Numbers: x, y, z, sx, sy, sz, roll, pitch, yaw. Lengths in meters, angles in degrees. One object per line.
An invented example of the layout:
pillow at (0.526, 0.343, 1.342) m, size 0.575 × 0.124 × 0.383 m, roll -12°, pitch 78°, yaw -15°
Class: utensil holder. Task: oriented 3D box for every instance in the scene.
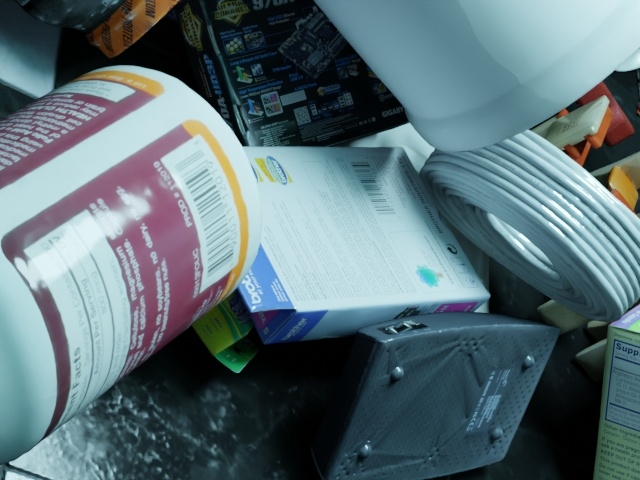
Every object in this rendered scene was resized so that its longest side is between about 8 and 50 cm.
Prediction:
utensil holder at (0.105, -0.330, 1.589) m, size 0.385 × 0.327 × 0.327 m, roll 47°, pitch 41°, yaw -20°

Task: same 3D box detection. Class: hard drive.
hard drive at (0.106, 0.143, 1.630) m, size 0.255 × 0.172 × 0.054 m, roll -1°, pitch 29°, yaw -45°

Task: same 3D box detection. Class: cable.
cable at (0.216, -0.023, 1.711) m, size 0.257 × 0.257 × 0.089 m, roll 42°, pitch 82°, yaw -16°

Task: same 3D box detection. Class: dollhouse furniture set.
dollhouse furniture set at (0.328, -0.021, 1.947) m, size 0.259 × 0.135 × 0.262 m, roll 50°, pitch 40°, yaw -18°

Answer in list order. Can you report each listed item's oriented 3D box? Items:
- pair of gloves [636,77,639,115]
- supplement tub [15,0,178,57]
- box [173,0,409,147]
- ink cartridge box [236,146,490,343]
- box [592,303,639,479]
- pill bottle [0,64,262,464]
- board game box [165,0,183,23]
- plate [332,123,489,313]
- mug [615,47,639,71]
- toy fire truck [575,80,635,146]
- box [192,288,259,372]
pair of gloves at (0.441, -0.174, 2.272) m, size 0.074 × 0.010 × 0.083 m, roll 34°, pitch 44°, yaw -24°
supplement tub at (-0.251, -0.336, 1.541) m, size 0.338 × 0.207 × 0.207 m, roll 44°, pitch 42°, yaw -15°
box at (-0.019, -0.173, 1.707) m, size 0.220 × 0.051 × 0.175 m, roll -19°, pitch 92°, yaw -35°
ink cartridge box at (0.000, 0.000, 1.599) m, size 0.311 × 0.065 × 0.186 m, roll -1°, pitch 54°, yaw -47°
box at (0.387, 0.178, 1.817) m, size 0.213 × 0.117 × 0.243 m, roll -26°, pitch 125°, yaw -49°
pill bottle at (-0.236, 0.033, 1.307) m, size 0.224 × 0.224 × 0.392 m, roll 55°, pitch 41°, yaw -2°
board game box at (-0.093, -0.291, 1.782) m, size 0.194 × 0.060 × 0.194 m, roll 26°, pitch 50°, yaw -31°
plate at (0.088, -0.053, 1.820) m, size 0.277 × 0.045 × 0.278 m, roll 30°, pitch 47°, yaw -29°
mug at (0.388, -0.312, 2.260) m, size 0.113 × 0.150 × 0.169 m, roll -21°, pitch 73°, yaw -12°
toy fire truck at (0.245, -0.265, 2.022) m, size 0.254 × 0.169 × 0.302 m, roll 44°, pitch 14°, yaw -55°
box at (-0.106, 0.029, 1.548) m, size 0.179 × 0.043 × 0.105 m, roll 57°, pitch 14°, yaw -4°
